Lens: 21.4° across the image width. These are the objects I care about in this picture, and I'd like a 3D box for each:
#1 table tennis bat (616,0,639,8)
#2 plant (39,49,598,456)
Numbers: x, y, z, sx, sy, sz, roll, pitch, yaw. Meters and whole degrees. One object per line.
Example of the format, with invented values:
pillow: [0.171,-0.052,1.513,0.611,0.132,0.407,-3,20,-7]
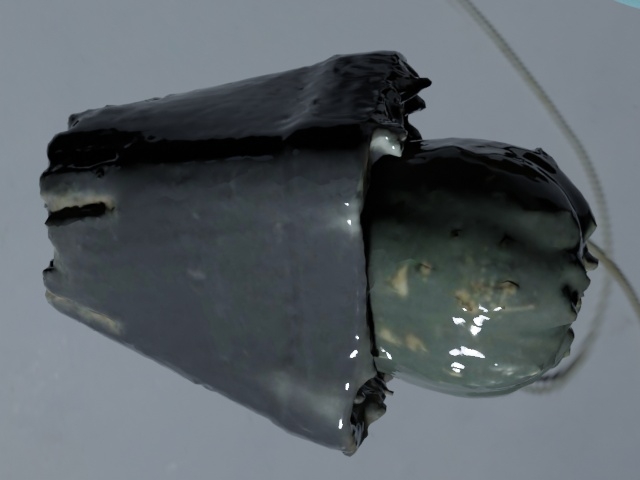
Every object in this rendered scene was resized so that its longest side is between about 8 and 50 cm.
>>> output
table tennis bat: [0.246,-0.204,1.223,0.124,0.201,0.033,6,78,20]
plant: [0.000,0.000,0.790,0.256,0.142,0.164,10,115,12]
